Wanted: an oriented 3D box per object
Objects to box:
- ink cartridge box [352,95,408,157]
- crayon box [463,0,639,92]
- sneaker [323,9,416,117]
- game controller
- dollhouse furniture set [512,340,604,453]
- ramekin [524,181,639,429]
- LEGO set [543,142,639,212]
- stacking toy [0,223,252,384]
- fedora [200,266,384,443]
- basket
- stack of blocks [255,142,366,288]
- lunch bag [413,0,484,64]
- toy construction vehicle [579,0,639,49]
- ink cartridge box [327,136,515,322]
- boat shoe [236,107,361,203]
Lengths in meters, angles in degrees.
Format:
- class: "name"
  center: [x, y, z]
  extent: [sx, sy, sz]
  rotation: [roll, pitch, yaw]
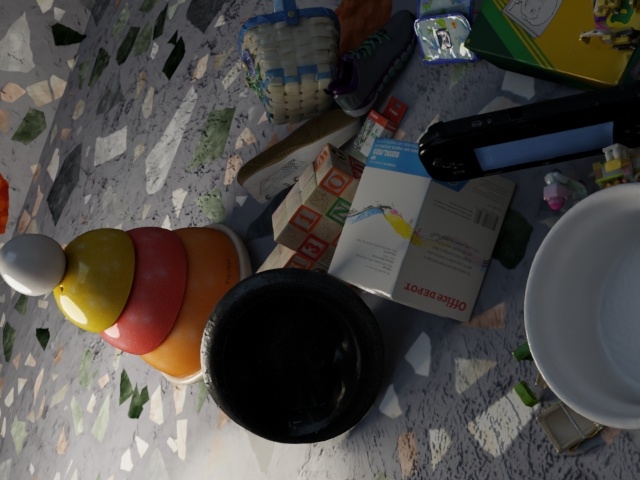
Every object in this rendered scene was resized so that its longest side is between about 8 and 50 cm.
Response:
- class: "ink cartridge box"
  center: [0.108, -0.209, 1.667]
  extent: [0.115, 0.029, 0.063]
  rotation: [-61, 37, 13]
- class: "crayon box"
  center: [0.409, -0.401, 1.304]
  extent: [0.313, 0.106, 0.363]
  rotation: [32, 100, 53]
- class: "sneaker"
  center: [0.095, -0.339, 1.667]
  extent: [0.083, 0.098, 0.224]
  rotation: [27, 86, 47]
- class: "game controller"
  center: [0.291, -0.134, 1.191]
  extent: [0.319, 0.166, 0.067]
  rotation: [-10, 66, 15]
- class: "dollhouse furniture set"
  center: [0.315, 0.205, 1.216]
  extent: [0.076, 0.058, 0.152]
  rotation: [-42, 64, 23]
- class: "ramekin"
  center: [0.390, 0.080, 1.059]
  extent: [0.277, 0.135, 0.277]
  rotation: [-14, 72, 48]
- class: "LEGO set"
  center: [0.416, -0.077, 1.127]
  extent: [0.287, 0.132, 0.107]
  rotation: [-32, 57, 57]
- class: "stacking toy"
  center: [-0.408, 0.078, 1.818]
  extent: [0.350, 0.480, 0.351]
  rotation: [-27, 54, 43]
- class: "fedora"
  center: [-0.041, 0.173, 1.528]
  extent: [0.334, 0.334, 0.152]
  rotation: [-52, 10, 23]
- class: "basket"
  center: [-0.061, -0.395, 1.775]
  extent: [0.255, 0.201, 0.289]
  rotation: [92, 173, -71]
- class: "stack of blocks"
  center: [0.000, 0.000, 1.577]
  extent: [0.297, 0.171, 0.087]
  rotation: [-52, 23, 24]
- class: "lunch bag"
  center: [0.230, -0.376, 1.542]
  extent: [0.129, 0.096, 0.151]
  rotation: [9, 95, 51]
- class: "toy construction vehicle"
  center: [0.386, -0.292, 1.173]
  extent: [0.098, 0.035, 0.086]
  rotation: [13, 86, 49]
- class: "ink cartridge box"
  center: [0.153, -0.016, 1.401]
  extent: [0.168, 0.171, 0.233]
  rotation: [18, 88, 54]
- class: "boat shoe"
  center: [-0.028, -0.161, 1.774]
  extent: [0.277, 0.096, 0.098]
  rotation: [-28, 29, 20]
